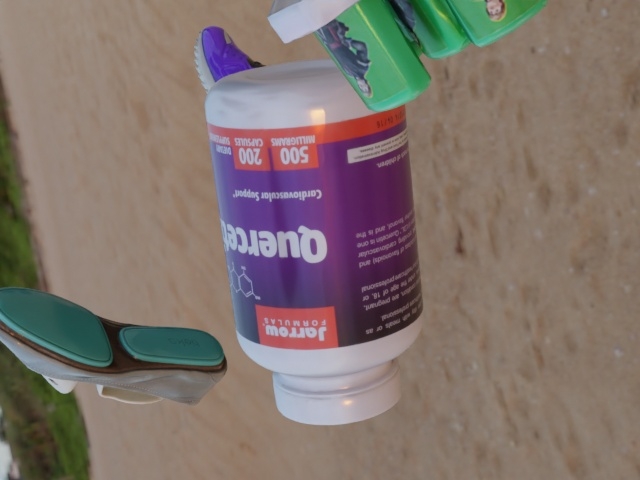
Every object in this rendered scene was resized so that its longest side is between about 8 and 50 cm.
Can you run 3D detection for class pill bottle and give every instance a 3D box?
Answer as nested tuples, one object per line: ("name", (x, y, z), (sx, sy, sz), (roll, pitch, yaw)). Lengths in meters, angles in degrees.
("pill bottle", (0.000, 0.000, 1.085), (0.181, 0.182, 0.323), (-140, 41, -69))

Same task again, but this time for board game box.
("board game box", (0.162, -0.216, 0.484), (0.050, 0.390, 0.390), (53, -166, -16))

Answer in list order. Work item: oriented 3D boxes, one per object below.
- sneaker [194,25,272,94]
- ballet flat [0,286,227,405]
("sneaker", (-0.058, -0.188, 1.583), (0.293, 0.146, 0.102), (62, -169, 18))
("ballet flat", (-0.167, 0.091, 0.875), (0.068, 0.213, 0.072), (-52, 43, 24))
